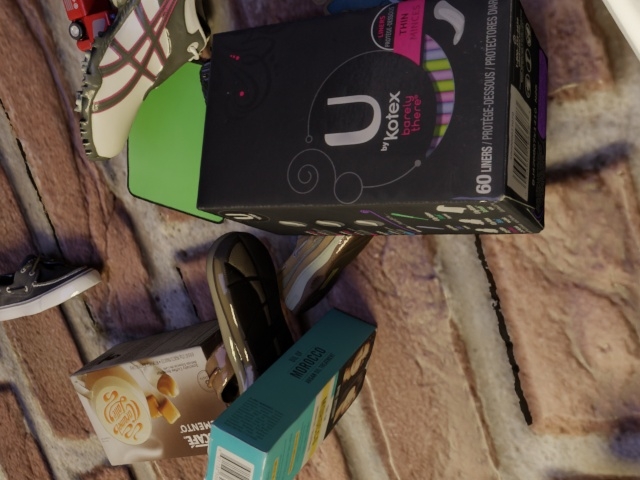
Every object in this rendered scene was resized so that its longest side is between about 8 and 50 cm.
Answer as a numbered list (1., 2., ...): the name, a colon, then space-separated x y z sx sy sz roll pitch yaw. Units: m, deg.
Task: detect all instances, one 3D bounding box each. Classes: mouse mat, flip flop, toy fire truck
1. mouse mat: -0.169 -0.122 0.816 0.152 0.007 0.190 18 118 22
2. flip flop: -0.088 0.122 0.759 0.080 0.112 0.277 0 113 26
3. toy fire truck: -0.231 -0.311 0.751 0.135 0.047 0.192 -5 108 28

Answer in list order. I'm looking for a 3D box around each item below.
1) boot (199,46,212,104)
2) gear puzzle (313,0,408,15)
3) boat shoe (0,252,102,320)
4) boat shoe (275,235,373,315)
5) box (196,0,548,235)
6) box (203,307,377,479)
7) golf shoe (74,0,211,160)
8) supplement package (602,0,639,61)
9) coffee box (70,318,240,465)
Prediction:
1. boot: -0.086 -0.145 0.707 0.045 0.099 0.121 0 119 12
2. gear puzzle: 0.098 -0.311 0.573 0.175 0.044 0.339 49 124 3
3. boat shoe: -0.398 0.056 0.972 0.228 0.080 0.076 -14 103 40
4. boat shoe: 0.000 0.000 0.739 0.072 0.068 0.190 50 125 17
5. box: 0.045 -0.094 0.597 0.270 0.143 0.165 -1 81 29
6. box: -0.024 0.170 0.706 0.060 0.244 0.101 22 119 20
7. golf shoe: -0.181 -0.196 0.722 0.120 0.105 0.273 15 117 -16
8. supplement package: 0.296 -0.170 0.418 0.204 0.145 0.262 -29 111 34
9. coffee box: -0.187 0.195 0.893 0.246 0.098 0.141 -16 101 32
